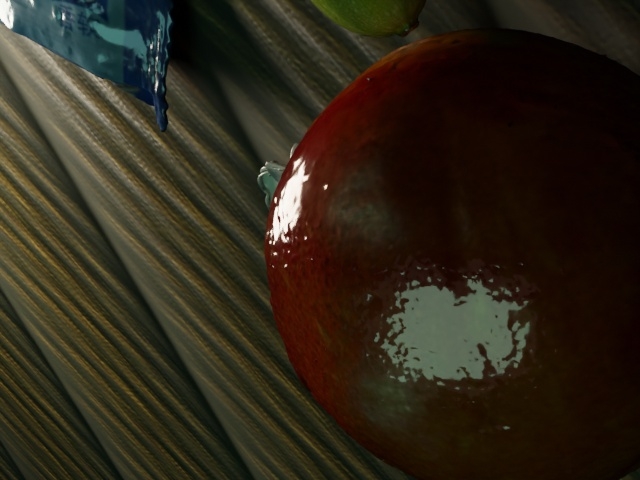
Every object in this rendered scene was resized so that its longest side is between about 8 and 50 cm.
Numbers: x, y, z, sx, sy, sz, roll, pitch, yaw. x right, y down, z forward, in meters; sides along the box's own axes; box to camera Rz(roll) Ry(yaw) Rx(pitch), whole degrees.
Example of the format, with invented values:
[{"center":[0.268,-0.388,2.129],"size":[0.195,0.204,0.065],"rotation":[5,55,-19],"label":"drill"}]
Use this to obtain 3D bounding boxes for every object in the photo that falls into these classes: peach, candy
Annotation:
[{"center":[0.142,0.016,1.063],"size":[0.373,0.372,0.290],"rotation":[23,172,36],"label":"peach"},{"center":[-0.271,-0.255,1.492],"size":[0.331,0.077,0.187],"rotation":[28,135,29],"label":"candy"}]

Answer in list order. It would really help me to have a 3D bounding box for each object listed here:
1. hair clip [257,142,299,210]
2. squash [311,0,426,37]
[{"center":[0.000,0.000,1.444],"size":[0.140,0.054,0.220],"rotation":[13,135,38],"label":"hair clip"},{"center":[0.023,-0.242,1.106],"size":[0.123,0.123,0.186],"rotation":[-8,121,53],"label":"squash"}]
